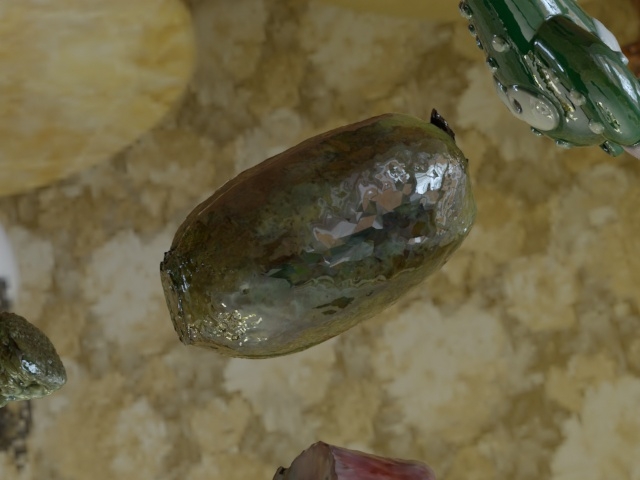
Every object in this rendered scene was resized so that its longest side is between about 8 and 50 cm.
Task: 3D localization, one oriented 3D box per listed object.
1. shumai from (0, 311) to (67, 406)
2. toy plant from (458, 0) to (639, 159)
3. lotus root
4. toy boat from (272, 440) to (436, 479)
[{"bbox_3d":[-0.270,0.114,1.284,0.080,0.082,0.083,-41,107,15],"label":"shumai"},{"bbox_3d":[0.212,-0.164,1.372,0.112,0.243,0.232,-41,-176,0],"label":"toy plant"},{"bbox_3d":[0.000,0.000,1.221,0.275,0.160,0.152,-28,-162,-10],"label":"lotus root"},{"bbox_3d":[0.111,0.207,0.817,0.282,0.096,0.206,25,-172,-14],"label":"toy boat"}]
